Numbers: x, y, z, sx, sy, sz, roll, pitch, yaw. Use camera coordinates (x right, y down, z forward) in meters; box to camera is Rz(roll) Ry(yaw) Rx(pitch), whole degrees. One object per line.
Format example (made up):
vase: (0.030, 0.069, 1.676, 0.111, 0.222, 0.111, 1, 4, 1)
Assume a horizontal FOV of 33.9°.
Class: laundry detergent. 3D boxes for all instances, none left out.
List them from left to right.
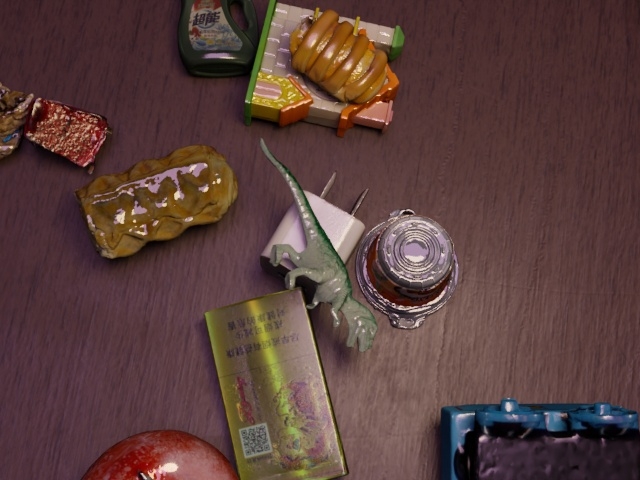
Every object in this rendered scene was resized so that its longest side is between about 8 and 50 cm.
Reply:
laundry detergent: (-0.184, -0.406, 1.883, 0.144, 0.078, 0.222, -1, 72, -5)

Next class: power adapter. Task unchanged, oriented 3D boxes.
power adapter: (0.004, -0.019, 1.756, 0.130, 0.125, 0.205, 31, 76, 5)

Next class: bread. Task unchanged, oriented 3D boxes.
bread: (-0.270, -0.069, 1.757, 0.267, 0.130, 0.152, -21, 68, -9)
bread: (0.032, -0.309, 1.762, 0.177, 0.084, 0.119, 35, 73, -2)

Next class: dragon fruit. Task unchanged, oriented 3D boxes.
dragon fruit: (-0.446, -0.189, 1.807, 0.147, 0.096, 0.102, 25, 83, -28)

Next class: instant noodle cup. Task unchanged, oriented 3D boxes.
instant noodle cup: (0.153, 0.032, 1.752, 0.177, 0.125, 0.208, -14, 76, -7)

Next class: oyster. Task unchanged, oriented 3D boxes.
oyster: (-0.620, -0.200, 1.799, 0.214, 0.083, 0.223, 29, 83, 11)

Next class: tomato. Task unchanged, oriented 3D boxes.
tomato: (-0.244, 0.418, 1.572, 0.270, 0.227, 0.270, 8, 72, -26)

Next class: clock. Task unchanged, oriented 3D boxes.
clock: (0.012, -0.295, 1.845, 0.255, 0.106, 0.220, 12, 74, 0)

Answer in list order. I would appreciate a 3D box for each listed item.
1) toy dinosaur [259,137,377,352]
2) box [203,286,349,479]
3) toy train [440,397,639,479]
toy dinosaur: (-0.036, 0.012, 1.633, 0.129, 0.076, 0.383, -24, 86, -43)
box: (-0.073, 0.246, 1.700, 0.173, 0.043, 0.311, -16, 78, 6)
toy train: (0.346, 0.331, 1.608, 0.300, 0.265, 0.188, 1, 86, -4)
